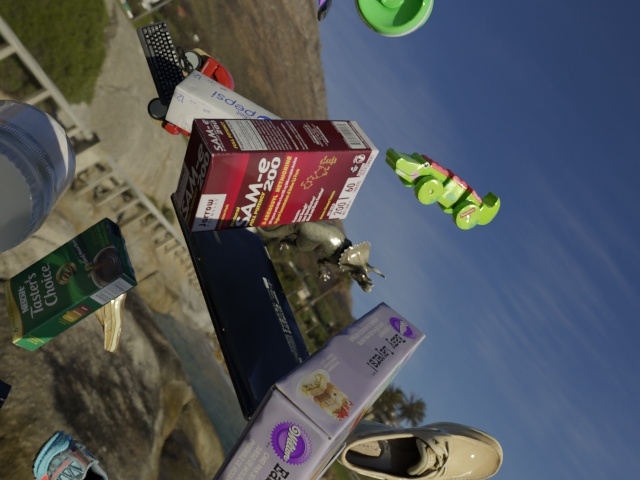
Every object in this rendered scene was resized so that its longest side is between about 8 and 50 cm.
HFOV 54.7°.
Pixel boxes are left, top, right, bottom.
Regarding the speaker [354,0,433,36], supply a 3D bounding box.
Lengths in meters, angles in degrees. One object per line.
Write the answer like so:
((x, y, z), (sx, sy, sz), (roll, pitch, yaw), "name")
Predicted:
((0.132, -0.418, 1.065), (0.131, 0.131, 0.296), (59, 18, -11), "speaker")

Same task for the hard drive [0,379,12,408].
((-0.822, 0.307, 1.241), (0.339, 0.064, 0.237), (35, 12, -23), "hard drive")

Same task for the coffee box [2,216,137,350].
((-0.355, 0.061, 0.871), (0.113, 0.184, 0.040), (62, 5, 33), "coffee box")

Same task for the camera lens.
((-0.559, -0.114, 1.065), (0.219, 0.219, 0.274), (61, 4, -24), "camera lens")

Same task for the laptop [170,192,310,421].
((-0.160, 0.188, 1.082), (0.408, 0.236, 0.382), (32, 29, -59), "laptop")

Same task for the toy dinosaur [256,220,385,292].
((0.000, 0.000, 1.421), (0.313, 0.121, 0.160), (36, -34, -6), "toy dinosaur")

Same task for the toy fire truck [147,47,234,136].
((-0.281, -0.332, 1.561), (0.246, 0.217, 0.158), (35, 8, -5), "toy fire truck")

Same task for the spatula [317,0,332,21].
((0.013, -0.561, 1.432), (0.296, 0.030, 0.084), (-86, -171, -54), "spatula")

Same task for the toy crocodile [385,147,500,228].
((0.289, -0.125, 1.450), (0.340, 0.105, 0.115), (28, 18, -28), "toy crocodile")

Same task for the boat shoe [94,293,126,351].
((-0.480, 0.156, 1.388), (0.068, 0.072, 0.190), (-164, -100, -66), "boat shoe")

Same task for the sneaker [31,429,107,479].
((-0.464, 0.479, 1.173), (0.125, 0.104, 0.262), (21, -48, 14), "sneaker")

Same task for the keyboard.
((-0.345, -0.411, 1.427), (0.023, 0.108, 0.180), (9, -59, 48), "keyboard")

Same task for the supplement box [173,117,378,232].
((-0.057, -0.087, 0.807), (0.073, 0.239, 0.130), (59, -40, 33), "supplement box")

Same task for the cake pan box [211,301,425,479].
((-0.018, 0.197, 0.604), (0.070, 0.245, 0.267), (39, 22, 14), "cake pan box")

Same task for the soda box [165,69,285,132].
((-0.178, -0.245, 1.331), (0.286, 0.098, 0.091), (28, -51, -5), "soda box")

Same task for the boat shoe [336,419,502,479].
((0.170, 0.363, 1.037), (0.098, 0.302, 0.109), (173, -74, -82), "boat shoe")
